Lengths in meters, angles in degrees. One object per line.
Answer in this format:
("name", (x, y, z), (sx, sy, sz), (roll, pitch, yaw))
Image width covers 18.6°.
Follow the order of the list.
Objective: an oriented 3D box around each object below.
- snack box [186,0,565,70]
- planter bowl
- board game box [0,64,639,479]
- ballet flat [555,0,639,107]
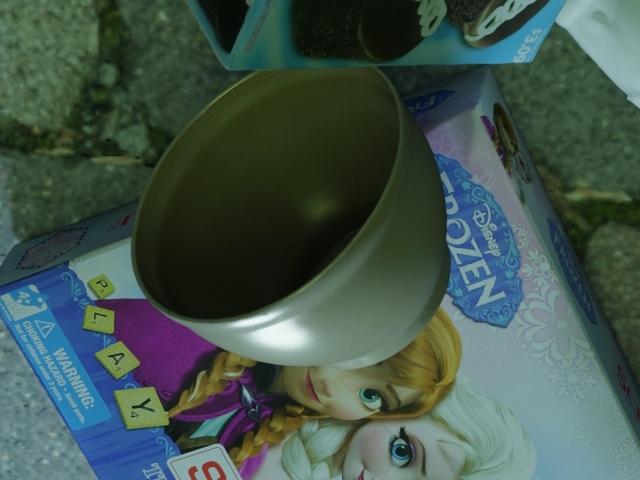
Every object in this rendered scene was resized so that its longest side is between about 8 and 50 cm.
("snack box", (0.079, -0.214, 0.869), (0.187, 0.060, 0.322), (-5, 138, -34))
("planter bowl", (0.000, 0.000, 0.999), (0.162, 0.162, 0.109), (-26, 134, 22))
("board game box", (0.017, 0.096, 1.158), (0.318, 0.066, 0.318), (-21, 112, 20))
("ballet flat", (0.217, -0.238, 0.921), (0.139, 0.139, 0.400), (23, 120, -2))
